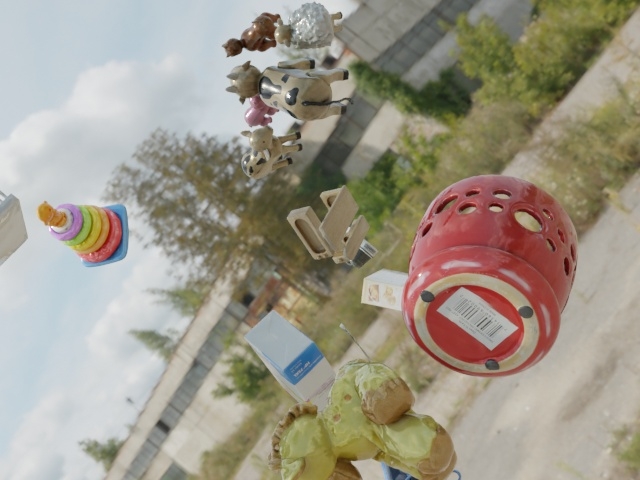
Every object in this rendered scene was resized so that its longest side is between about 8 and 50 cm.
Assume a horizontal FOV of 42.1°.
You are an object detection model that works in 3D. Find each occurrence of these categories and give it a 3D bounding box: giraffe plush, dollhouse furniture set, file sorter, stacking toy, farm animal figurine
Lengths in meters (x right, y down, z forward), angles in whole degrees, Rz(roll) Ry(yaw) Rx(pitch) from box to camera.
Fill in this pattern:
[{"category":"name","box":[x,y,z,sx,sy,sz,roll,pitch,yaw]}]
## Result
[{"category":"giraffe plush","box":[0.028,0.226,0.945,0.170,0.210,0.181,-40,-25,-9]},{"category":"dollhouse furniture set","box":[0.000,0.000,1.603,0.151,0.144,0.123,-11,35,36]},{"category":"file sorter","box":[-0.682,-0.022,1.537,0.193,0.173,0.277,-51,4,-21]},{"category":"stacking toy","box":[-0.672,-0.041,2.267,0.165,0.175,0.302,-11,-16,20]},{"category":"farm animal figurine","box":[-0.091,-0.280,1.625,0.172,0.330,0.326,-20,18,-40]}]

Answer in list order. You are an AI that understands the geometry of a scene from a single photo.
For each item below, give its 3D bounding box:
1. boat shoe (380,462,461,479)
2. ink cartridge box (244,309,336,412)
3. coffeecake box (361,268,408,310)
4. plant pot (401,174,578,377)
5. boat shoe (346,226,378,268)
[{"category":"boat shoe","box":[0.153,0.365,1.319,0.089,0.109,0.258,-56,28,11]},{"category":"ink cartridge box","box":[-0.031,0.247,1.531,0.078,0.134,0.231,-43,-48,-14]},{"category":"coffeecake box","box":[0.218,0.131,2.110,0.142,0.185,0.068,-19,-63,-64]},{"category":"plant pot","box":[0.185,0.047,0.936,0.191,0.191,0.174,-55,2,39]},{"category":"boat shoe","box":[0.074,0.018,1.943,0.070,0.077,0.219,-49,9,1]}]
